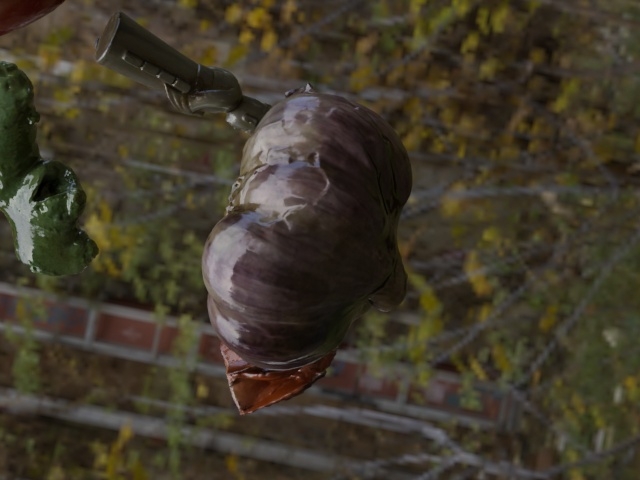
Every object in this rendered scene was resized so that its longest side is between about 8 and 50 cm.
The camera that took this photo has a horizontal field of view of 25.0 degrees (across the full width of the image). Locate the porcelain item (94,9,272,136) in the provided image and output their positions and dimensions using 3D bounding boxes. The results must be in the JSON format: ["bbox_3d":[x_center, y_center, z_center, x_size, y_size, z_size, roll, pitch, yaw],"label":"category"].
[{"bbox_3d":[-0.127,-0.160,1.483,0.054,0.213,0.084,-52,25,25],"label":"porcelain item"}]

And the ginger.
[{"bbox_3d":[-0.342,-0.081,1.697,0.089,0.137,0.290,-36,-60,-31],"label":"ginger"}]

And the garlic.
[{"bbox_3d":[0.000,0.000,1.176,0.245,0.160,0.245,-61,-13,-24],"label":"garlic"}]

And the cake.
[{"bbox_3d":[-0.057,0.114,1.697,0.098,0.135,0.287,60,180,-17],"label":"cake"}]

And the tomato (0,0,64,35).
[{"bbox_3d":[-0.351,-0.337,1.324,0.290,0.325,0.293,-56,-31,-49],"label":"tomato"}]
